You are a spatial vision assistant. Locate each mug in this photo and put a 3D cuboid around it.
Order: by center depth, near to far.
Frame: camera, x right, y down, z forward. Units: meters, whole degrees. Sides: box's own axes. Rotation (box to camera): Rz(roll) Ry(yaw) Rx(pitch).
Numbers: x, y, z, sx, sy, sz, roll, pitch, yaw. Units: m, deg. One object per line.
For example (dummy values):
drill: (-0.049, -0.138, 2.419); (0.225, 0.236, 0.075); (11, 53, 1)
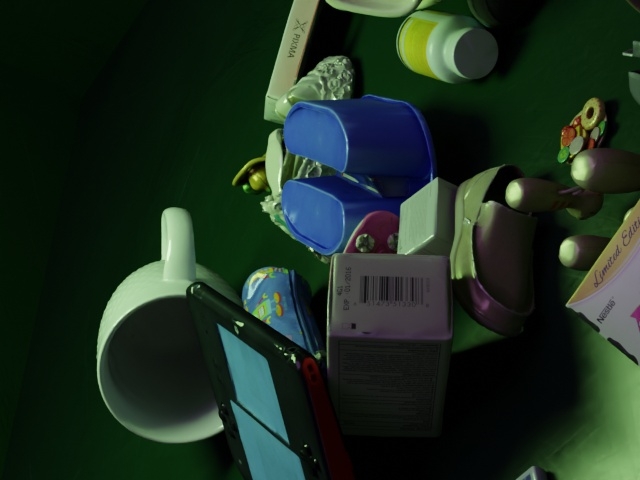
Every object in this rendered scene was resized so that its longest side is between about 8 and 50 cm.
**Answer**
mug: (-0.259, 0.126, 2.088); (0.328, 0.276, 0.374); (-120, 31, -71)

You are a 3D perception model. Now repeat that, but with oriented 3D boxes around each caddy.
caddy: (0.068, -0.098, 1.783); (0.341, 0.179, 0.241); (-150, 60, -66)

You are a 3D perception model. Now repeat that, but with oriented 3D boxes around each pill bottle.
pill bottle: (0.195, -0.293, 1.769); (0.103, 0.103, 0.184); (-65, 24, 6)

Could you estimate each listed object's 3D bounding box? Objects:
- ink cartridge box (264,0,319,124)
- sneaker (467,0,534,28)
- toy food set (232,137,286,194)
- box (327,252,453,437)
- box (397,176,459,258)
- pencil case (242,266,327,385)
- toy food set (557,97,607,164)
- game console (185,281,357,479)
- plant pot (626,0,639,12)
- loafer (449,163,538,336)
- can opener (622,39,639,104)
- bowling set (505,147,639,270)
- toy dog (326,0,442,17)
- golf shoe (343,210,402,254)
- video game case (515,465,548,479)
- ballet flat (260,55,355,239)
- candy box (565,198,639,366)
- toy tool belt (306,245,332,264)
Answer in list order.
ink cartridge box: (-0.047, -0.396, 2.304); (0.239, 0.060, 0.275); (104, -179, -74)
sneaker: (0.310, -0.435, 1.608); (0.341, 0.125, 0.139); (-65, 30, 30)
toy food set: (-0.085, -0.131, 2.212); (0.128, 0.071, 0.218); (-44, -4, 17)
box: (0.084, 0.134, 1.454); (0.232, 0.149, 0.127); (89, -177, -51)
box: (0.169, -0.011, 1.579); (0.087, 0.101, 0.102); (-37, 37, 47)
pencil case: (-0.051, 0.163, 1.860); (0.133, 0.119, 0.306); (-53, 27, 22)
toy food set: (0.328, -0.132, 1.456); (0.083, 0.020, 0.082); (-36, 39, 49)
game console: (-0.066, 0.253, 1.604); (0.060, 0.342, 0.386); (-27, 24, -21)
plant pot: (0.427, -0.397, 1.193); (0.323, 0.323, 0.280); (-53, 12, 29)
loafer: (0.222, 0.000, 1.463); (0.092, 0.102, 0.268); (-54, 26, 40)
can opener: (0.429, -0.174, 1.255); (0.283, 0.076, 0.095); (-142, 44, -65)
bowling set: (0.340, -0.008, 1.223); (0.287, 0.154, 0.199); (-23, 67, 55)
toy dog: (0.103, -0.479, 1.830); (0.395, 0.408, 0.284); (-7, 97, 32)
golf shoe: (0.057, 0.105, 1.653); (0.140, 0.115, 0.306); (-148, 67, -77)
video game case: (0.201, 0.378, 1.278); (0.183, 0.023, 0.201); (-49, 29, 35)
ballet flat: (-0.024, -0.193, 2.101); (0.147, 0.147, 0.409); (-36, 38, 49)
candy box: (0.359, 0.067, 1.037); (0.233, 0.071, 0.159); (42, 111, 33)
toy tool belt: (0.000, 0.000, 1.978); (0.052, 0.051, 0.083); (-53, 28, 29)
